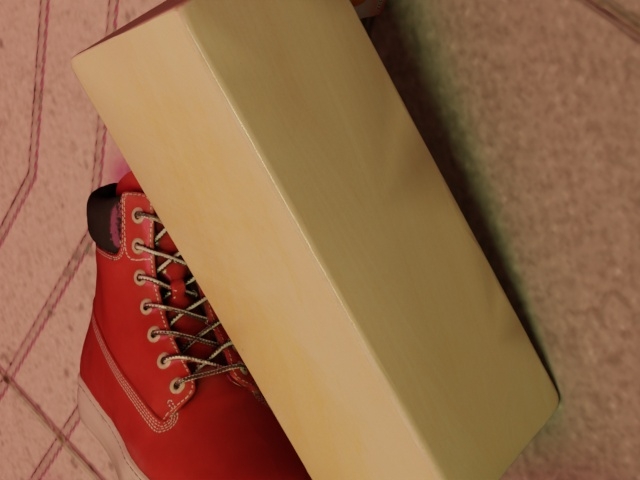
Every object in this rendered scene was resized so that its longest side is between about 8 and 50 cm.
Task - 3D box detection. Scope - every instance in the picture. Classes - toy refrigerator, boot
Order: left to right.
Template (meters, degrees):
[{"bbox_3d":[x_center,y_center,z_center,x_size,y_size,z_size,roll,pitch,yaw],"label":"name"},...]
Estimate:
[{"bbox_3d":[-0.074,0.054,0.859,0.244,0.088,0.176,33,123,54],"label":"boot"},{"bbox_3d":[0.000,0.000,0.737,0.094,0.102,0.269,-15,110,45],"label":"toy refrigerator"}]

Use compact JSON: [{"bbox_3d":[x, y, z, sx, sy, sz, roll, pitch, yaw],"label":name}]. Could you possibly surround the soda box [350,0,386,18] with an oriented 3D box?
[{"bbox_3d":[0.016,-0.195,0.732,0.058,0.063,0.183,37,126,29],"label":"soda box"}]
